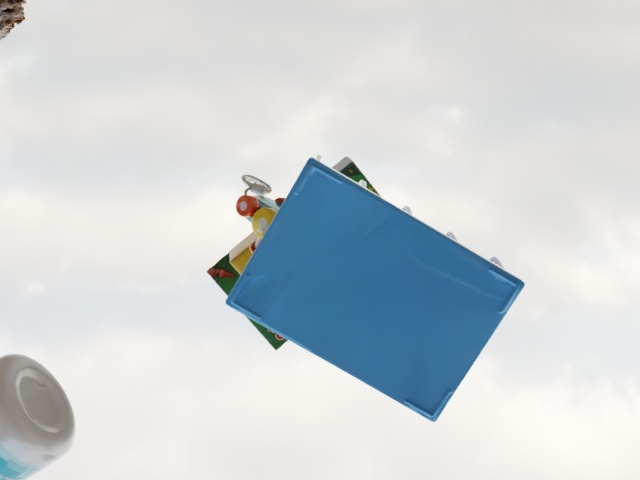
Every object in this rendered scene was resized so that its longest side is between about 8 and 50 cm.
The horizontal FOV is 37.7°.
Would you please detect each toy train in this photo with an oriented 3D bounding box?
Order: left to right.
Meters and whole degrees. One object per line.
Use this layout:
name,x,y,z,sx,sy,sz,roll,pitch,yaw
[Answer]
toy train,0.000,0.000,0.812,0.166,0.046,0.125,21,-165,-7

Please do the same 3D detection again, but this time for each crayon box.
crayon box,-0.011,0.035,1.604,0.318,0.202,0.081,-40,-165,3

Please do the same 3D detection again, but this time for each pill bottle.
pill bottle,-0.449,0.264,1.167,0.264,0.146,0.146,-33,-139,11

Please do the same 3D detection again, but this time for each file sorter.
file sorter,0.038,0.027,0.688,0.170,0.118,0.104,30,-170,-4

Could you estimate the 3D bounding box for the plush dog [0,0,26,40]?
plush dog,-0.318,-0.294,0.791,0.225,0.262,0.211,28,-156,28
